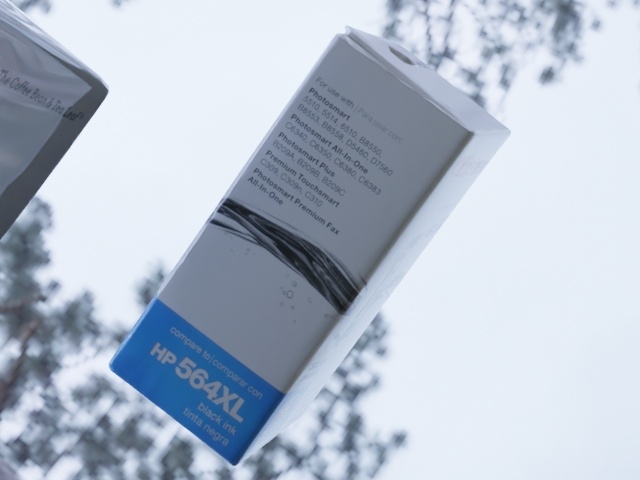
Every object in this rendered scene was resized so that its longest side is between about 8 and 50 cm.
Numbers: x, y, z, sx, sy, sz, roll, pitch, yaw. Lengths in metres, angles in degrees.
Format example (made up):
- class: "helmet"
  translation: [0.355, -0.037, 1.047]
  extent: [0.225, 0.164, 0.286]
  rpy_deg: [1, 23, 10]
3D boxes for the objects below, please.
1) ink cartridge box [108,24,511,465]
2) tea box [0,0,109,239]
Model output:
- class: "ink cartridge box"
  translation: [0.000, 0.000, 0.806]
  extent: [0.203, 0.086, 0.148]
  rpy_deg: [-54, -9, 12]
- class: "tea box"
  translation: [-0.294, -0.092, 0.470]
  extent: [0.220, 0.323, 0.329]
  rpy_deg: [-51, -15, 2]
